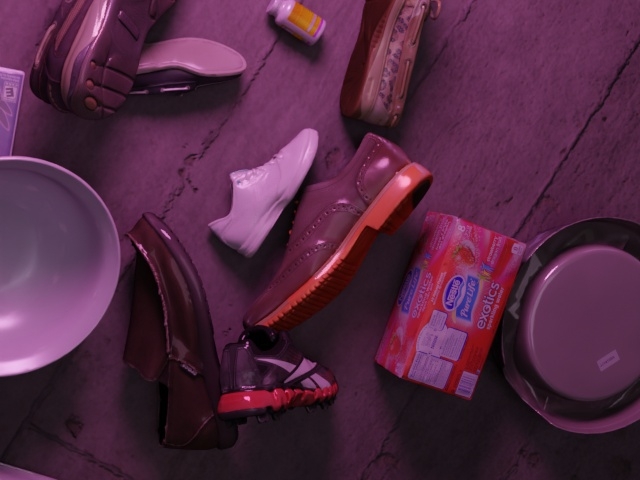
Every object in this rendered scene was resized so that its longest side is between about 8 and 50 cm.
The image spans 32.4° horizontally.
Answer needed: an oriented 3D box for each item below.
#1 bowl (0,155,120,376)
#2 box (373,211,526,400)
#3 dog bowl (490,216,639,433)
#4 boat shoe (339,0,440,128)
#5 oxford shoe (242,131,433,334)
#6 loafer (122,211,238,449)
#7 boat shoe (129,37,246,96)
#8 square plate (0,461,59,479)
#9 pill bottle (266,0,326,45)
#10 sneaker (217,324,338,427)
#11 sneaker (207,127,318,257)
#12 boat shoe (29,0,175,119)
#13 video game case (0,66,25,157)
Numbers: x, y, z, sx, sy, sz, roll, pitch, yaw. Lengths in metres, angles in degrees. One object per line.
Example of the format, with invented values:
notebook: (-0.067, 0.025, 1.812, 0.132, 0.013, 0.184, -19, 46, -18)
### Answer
bowl: (-0.426, 0.019, 1.455, 0.297, 0.134, 0.298, -10, 111, -26)
box: (0.196, 0.097, 1.686, 0.128, 0.122, 0.257, 19, 91, -20)
dog bowl: (0.426, 0.130, 1.777, 0.348, 0.102, 0.349, -2, 98, -17)
boat shoe: (0.113, -0.309, 1.626, 0.089, 0.104, 0.285, 15, 102, -24)
oxford shoe: (0.000, 0.000, 1.634, 0.132, 0.130, 0.364, 44, 90, 15)
loafer: (-0.217, 0.143, 1.553, 0.130, 0.134, 0.366, -17, 103, -14)
boat shoe: (-0.208, -0.239, 1.558, 0.206, 0.075, 0.065, -4, 141, -23)
square plate: (-0.537, 0.452, 1.492, 0.344, 0.049, 0.347, 24, 75, -17)
pill bottle: (-0.036, -0.321, 1.599, 0.083, 0.043, 0.043, 31, 87, -19)
sneaker: (-0.057, 0.185, 1.575, 0.097, 0.276, 0.135, -13, 82, 27)
sneaker: (-0.083, -0.084, 1.603, 0.094, 0.080, 0.212, 33, 88, -7)
boat shoe: (-0.285, -0.327, 1.461, 0.355, 0.130, 0.132, -68, 154, -23)
video game case: (-0.513, -0.156, 1.478, 0.201, 0.023, 0.184, 9, 94, -19)
